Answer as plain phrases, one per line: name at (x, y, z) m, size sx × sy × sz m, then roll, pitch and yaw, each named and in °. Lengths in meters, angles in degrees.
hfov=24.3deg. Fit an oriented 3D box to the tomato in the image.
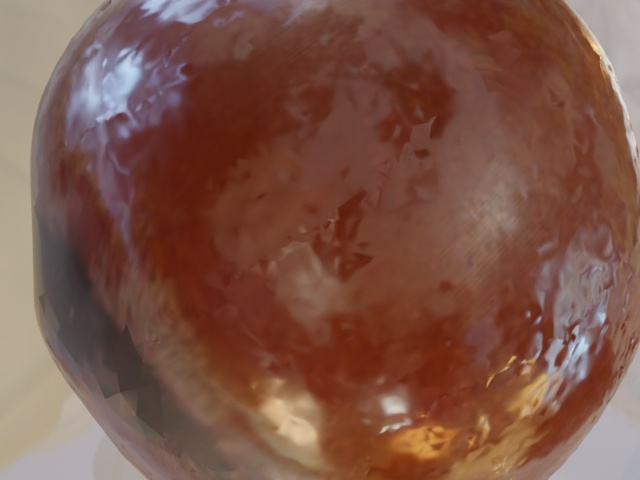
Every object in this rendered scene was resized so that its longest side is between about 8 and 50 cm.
tomato at (0.000, 0.000, 0.484) m, size 0.208 × 0.208 × 0.184 m, roll 41°, pitch -115°, yaw 9°
